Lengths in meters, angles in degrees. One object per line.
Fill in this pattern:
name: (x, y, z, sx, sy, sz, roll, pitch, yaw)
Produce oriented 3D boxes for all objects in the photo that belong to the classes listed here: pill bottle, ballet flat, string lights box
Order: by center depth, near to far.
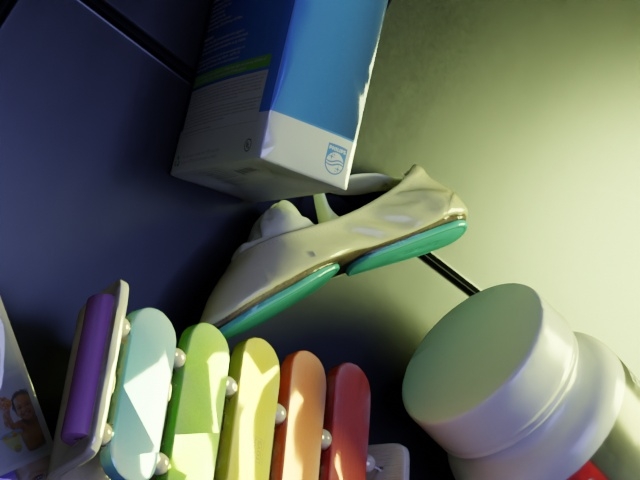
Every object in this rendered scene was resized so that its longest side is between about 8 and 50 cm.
string lights box: (-0.019, -0.164, 0.958, 0.077, 0.133, 0.259, 19, 78, -30)
ballet flat: (0.000, 0.000, 1.006, 0.248, 0.086, 0.086, -21, 99, -33)
pill bottle: (0.204, 0.176, 1.071, 0.283, 0.161, 0.161, 45, 66, -23)

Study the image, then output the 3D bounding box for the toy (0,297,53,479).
toy: (-0.244, 0.093, 0.847, 0.137, 0.056, 0.237, -22, 100, -32)

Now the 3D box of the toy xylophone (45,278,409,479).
toy xylophone: (-0.061, 0.172, 0.892, 0.323, 0.081, 0.236, 27, 54, -45)
